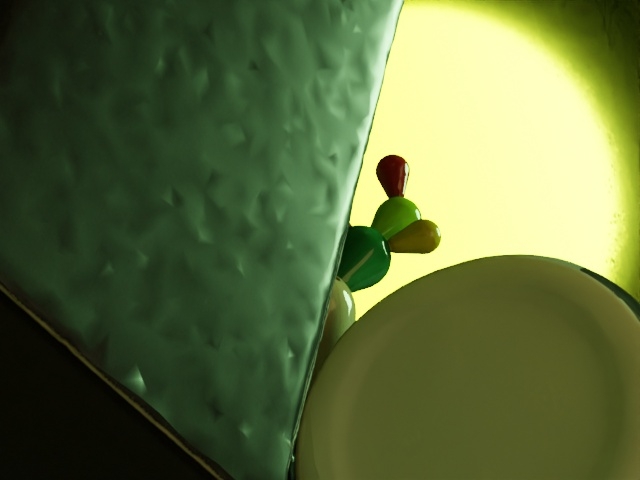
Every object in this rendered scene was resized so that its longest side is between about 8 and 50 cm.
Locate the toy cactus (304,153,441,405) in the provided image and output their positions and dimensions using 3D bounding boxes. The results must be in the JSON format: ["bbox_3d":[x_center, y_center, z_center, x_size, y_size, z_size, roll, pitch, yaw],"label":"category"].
[{"bbox_3d":[0.000,0.000,1.078,0.219,0.112,0.181,23,56,-60],"label":"toy cactus"}]

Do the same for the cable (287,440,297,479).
[{"bbox_3d":[-0.010,0.199,1.010,0.139,0.072,0.287,33,51,-40],"label":"cable"}]

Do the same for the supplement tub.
[{"bbox_3d":[0.138,0.169,1.077,0.338,0.207,0.207,53,36,-51],"label":"supplement tub"}]

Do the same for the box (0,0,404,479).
[{"bbox_3d":[-0.145,-0.035,0.728,0.183,0.296,0.294,45,43,-35],"label":"box"}]
